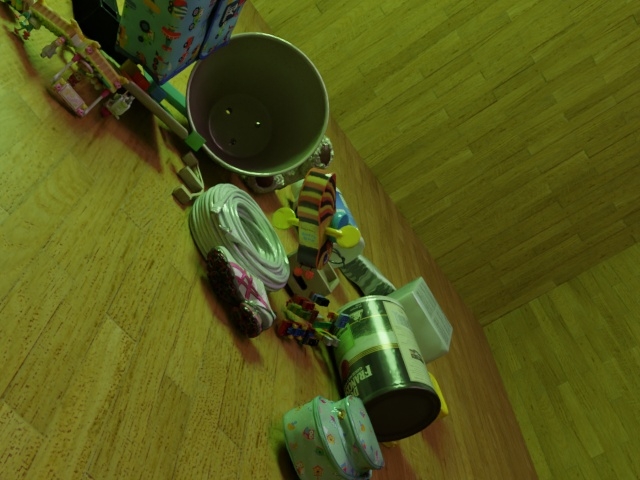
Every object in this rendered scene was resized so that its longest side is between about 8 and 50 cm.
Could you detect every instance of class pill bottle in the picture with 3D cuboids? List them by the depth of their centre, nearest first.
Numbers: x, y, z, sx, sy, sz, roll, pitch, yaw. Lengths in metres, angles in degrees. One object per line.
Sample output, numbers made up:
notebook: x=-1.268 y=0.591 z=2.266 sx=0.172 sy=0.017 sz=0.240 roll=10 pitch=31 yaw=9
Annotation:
pill bottle: x=0.010 y=-0.067 z=2.038 sx=0.152 sy=0.152 sz=0.272 roll=33 pitch=28 yaw=-58

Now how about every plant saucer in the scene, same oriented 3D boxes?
plant saucer: x=-0.354 y=-0.350 z=1.700 sx=0.192 sy=0.018 sz=0.067 roll=39 pitch=24 yaw=-49

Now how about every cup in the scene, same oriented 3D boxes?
cup: x=-0.174 y=-0.299 z=1.694 sx=0.331 sy=0.331 sz=0.237 roll=56 pitch=-18 yaw=-7

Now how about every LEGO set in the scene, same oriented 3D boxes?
LEGO set: x=-0.455 y=-0.317 z=1.223 sx=0.287 sy=0.107 sz=0.132 roll=47 pitch=-17 yaw=-23

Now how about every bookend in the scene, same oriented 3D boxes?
bookend: x=-0.454 y=-0.479 z=1.529 sx=0.157 sy=0.072 sz=0.156 roll=41 pitch=22 yaw=-49

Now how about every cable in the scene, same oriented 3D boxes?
cable: x=-0.164 y=0.002 z=1.467 sx=0.257 sy=0.089 sz=0.257 roll=53 pitch=15 yaw=-23

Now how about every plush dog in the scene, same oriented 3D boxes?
plush dog: x=-0.128 y=-0.258 z=1.927 sx=0.225 sy=0.262 sz=0.210 roll=67 pitch=-19 yaw=-3

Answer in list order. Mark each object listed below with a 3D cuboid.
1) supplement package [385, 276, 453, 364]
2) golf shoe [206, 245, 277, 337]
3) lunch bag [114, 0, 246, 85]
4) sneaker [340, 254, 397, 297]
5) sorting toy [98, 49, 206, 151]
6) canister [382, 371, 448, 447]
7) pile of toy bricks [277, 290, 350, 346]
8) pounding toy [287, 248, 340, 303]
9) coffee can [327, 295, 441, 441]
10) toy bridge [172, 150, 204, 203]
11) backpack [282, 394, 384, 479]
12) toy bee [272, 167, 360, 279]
supplement package: x=0.250 y=0.255 z=2.063 sx=0.198 sy=0.199 sz=0.263 roll=59 pitch=15 yaw=1
golf shoe: x=-0.150 y=0.090 z=1.334 sx=0.086 sy=0.067 sz=0.186 roll=-34 pitch=98 yaw=-50
lunch bag: x=-0.244 y=-0.472 z=1.411 sx=0.138 sy=0.221 sz=0.293 roll=40 pitch=43 yaw=11
sneaker: x=0.168 y=0.125 z=2.249 sx=0.281 sy=0.105 sz=0.115 roll=52 pitch=16 yaw=-19
sorting toy: x=-0.355 y=-0.306 z=1.426 sx=0.348 sy=0.047 sz=0.196 roll=43 pitch=1 yaw=-45
canister: x=0.211 y=0.404 z=1.696 sx=0.073 sy=0.170 sz=0.126 roll=45 pitch=19 yaw=-40
pile of toy bricks: x=-0.032 y=0.165 z=1.568 sx=0.105 sy=0.118 sz=0.212 roll=29 pitch=6 yaw=36
pounding toy: x=-0.039 y=0.053 z=1.750 sx=0.181 sy=0.094 sz=0.206 roll=58 pitch=14 yaw=-2
coffee can: x=0.141 y=0.294 z=1.632 sx=0.201 sy=0.202 sz=0.275 roll=45 pitch=19 yaw=-40
toy bridge: x=-0.274 y=-0.127 z=1.491 sx=0.063 sy=0.026 sz=0.188 roll=53 pitch=15 yaw=-27
backpack: x=0.020 y=0.356 z=1.241 sx=0.188 sy=0.144 sz=0.165 roll=27 pitch=39 yaw=-58
toy bee: x=0.000 y=0.000 z=1.532 sx=0.162 sy=0.195 sz=0.298 roll=-59 pitch=133 yaw=-36
